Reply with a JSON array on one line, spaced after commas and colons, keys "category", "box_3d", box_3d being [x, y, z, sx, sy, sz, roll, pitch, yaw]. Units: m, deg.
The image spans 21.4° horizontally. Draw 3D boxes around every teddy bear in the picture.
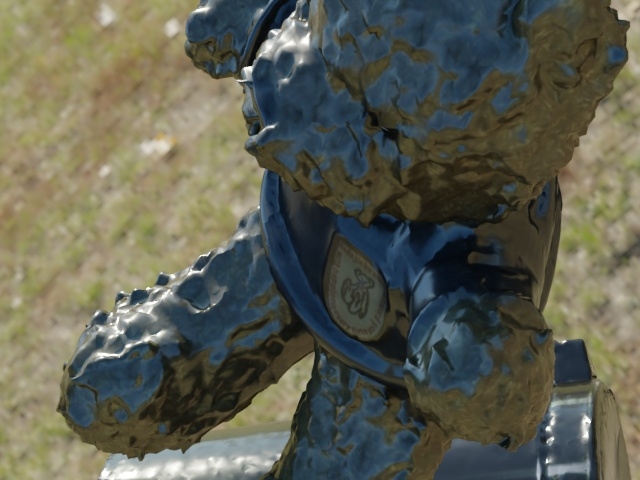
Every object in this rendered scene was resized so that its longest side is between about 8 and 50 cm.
[{"category": "teddy bear", "box_3d": [0.014, -0.003, 0.496, 0.182, 0.129, 0.251, 49, 133, 26]}]

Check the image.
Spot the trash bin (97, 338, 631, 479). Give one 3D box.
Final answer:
[{"category": "trash bin", "box_3d": [0.031, 0.195, 0.997, 0.301, 0.203, 0.252, -8, 62, 14]}]
